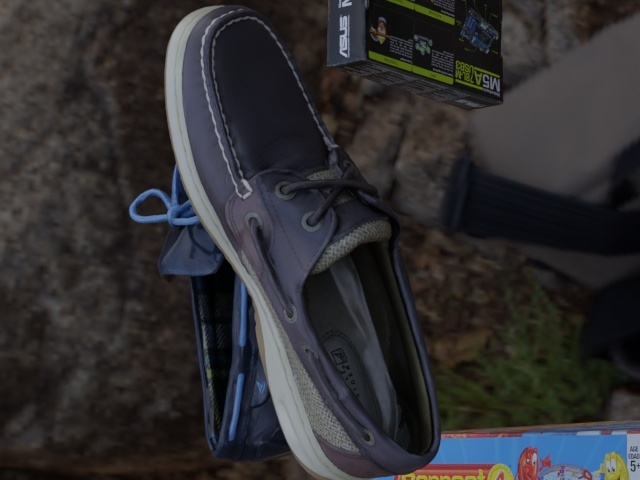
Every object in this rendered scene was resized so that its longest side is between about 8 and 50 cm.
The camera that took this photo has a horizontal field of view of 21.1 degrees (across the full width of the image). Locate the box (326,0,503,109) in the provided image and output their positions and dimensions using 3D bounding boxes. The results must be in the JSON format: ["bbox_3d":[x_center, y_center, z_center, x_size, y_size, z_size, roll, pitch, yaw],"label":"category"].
[{"bbox_3d":[0.080,-0.212,1.390,0.045,0.190,0.184,-4,81,40],"label":"box"}]

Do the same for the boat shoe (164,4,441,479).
[{"bbox_3d":[0.000,0.000,0.957,0.092,0.103,0.285,-11,98,51],"label":"boat shoe"}]

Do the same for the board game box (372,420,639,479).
[{"bbox_3d":[0.245,0.178,1.275,0.302,0.308,0.086,-9,82,50],"label":"board game box"}]

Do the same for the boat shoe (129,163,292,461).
[{"bbox_3d":[-0.055,0.009,1.048,0.109,0.089,0.258,-27,78,67],"label":"boat shoe"}]
